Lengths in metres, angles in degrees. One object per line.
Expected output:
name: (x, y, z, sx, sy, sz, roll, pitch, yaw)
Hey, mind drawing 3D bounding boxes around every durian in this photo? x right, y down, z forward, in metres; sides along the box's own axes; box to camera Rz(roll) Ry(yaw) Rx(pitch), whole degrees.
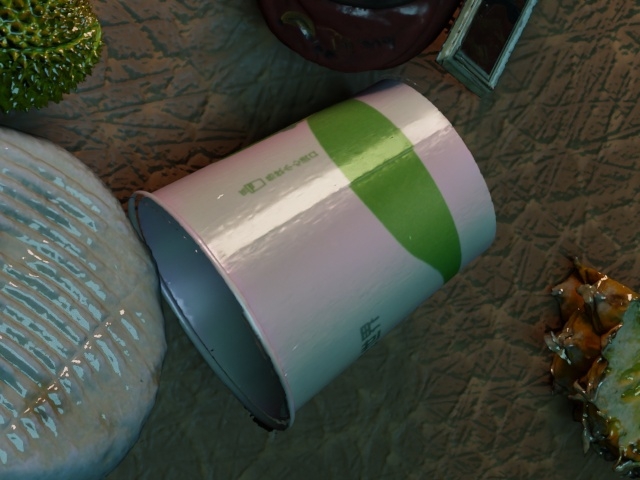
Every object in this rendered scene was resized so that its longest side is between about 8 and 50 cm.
durian: (-0.275, -0.192, 1.378, 0.146, 0.159, 0.198, -47, 112, -3)

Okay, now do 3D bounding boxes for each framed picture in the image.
framed picture: (0.193, -0.266, 1.518, 0.016, 0.216, 0.273, 27, 95, 15)

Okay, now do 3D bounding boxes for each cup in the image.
cup: (0.000, 0.000, 1.486, 0.274, 0.253, 0.253, -33, 111, -16)

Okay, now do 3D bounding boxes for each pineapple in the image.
pineapple: (0.324, 0.126, 1.708, 0.186, 0.114, 0.236, -22, 119, -14)

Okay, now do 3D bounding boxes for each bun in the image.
bun: (-0.299, 0.070, 1.374, 0.354, 0.194, 0.354, 15, 63, -31)

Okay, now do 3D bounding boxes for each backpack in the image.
backpack: (0.033, -0.256, 1.472, 0.229, 0.139, 0.229, 3, 102, 13)
